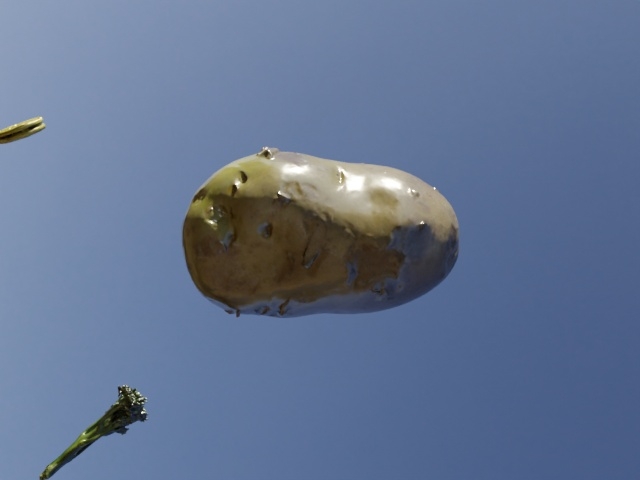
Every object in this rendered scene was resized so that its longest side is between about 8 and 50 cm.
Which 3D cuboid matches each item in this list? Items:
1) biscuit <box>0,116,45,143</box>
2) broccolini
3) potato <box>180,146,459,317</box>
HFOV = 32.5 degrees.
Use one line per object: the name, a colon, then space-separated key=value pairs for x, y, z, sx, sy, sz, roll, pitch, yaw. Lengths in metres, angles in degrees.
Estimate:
biscuit: x=-0.497 y=-0.182 z=1.821 sx=0.084 sy=0.084 sz=0.023 roll=4 pitch=-63 yaw=55
broccolini: x=-0.350 y=0.314 z=1.719 sx=0.201 sy=0.074 sz=0.058 roll=-47 pitch=-133 yaw=-13
potato: x=0.000 y=0.000 z=1.029 sx=0.165 sy=0.262 sz=0.165 roll=-175 pitch=-90 yaw=-76
